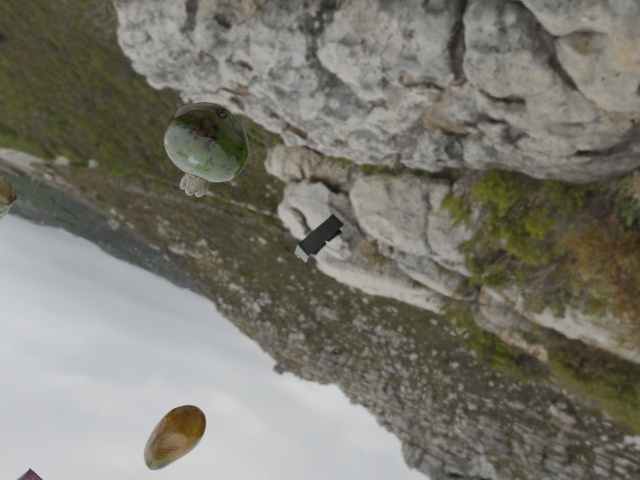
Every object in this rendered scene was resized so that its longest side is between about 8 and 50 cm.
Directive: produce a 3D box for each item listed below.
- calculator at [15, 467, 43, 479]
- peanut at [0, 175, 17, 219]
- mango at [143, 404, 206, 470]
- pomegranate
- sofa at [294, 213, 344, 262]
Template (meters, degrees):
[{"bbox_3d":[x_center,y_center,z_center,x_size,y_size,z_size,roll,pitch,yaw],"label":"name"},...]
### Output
[{"bbox_3d":[-0.650,0.591,1.241,0.127,0.190,0.034,50,-175,-11],"label":"calculator"},{"bbox_3d":[-0.972,-0.119,1.694,0.109,0.159,0.141,36,-158,-37],"label":"peanut"},{"bbox_3d":[-0.342,0.457,1.348,0.115,0.165,0.089,41,167,51],"label":"mango"},{"bbox_3d":[-0.275,-0.210,1.369,0.202,0.248,0.202,22,-146,-15],"label":"pomegranate"},{"bbox_3d":[0.000,0.000,1.644,0.060,0.147,0.085,46,160,7],"label":"sofa"}]
